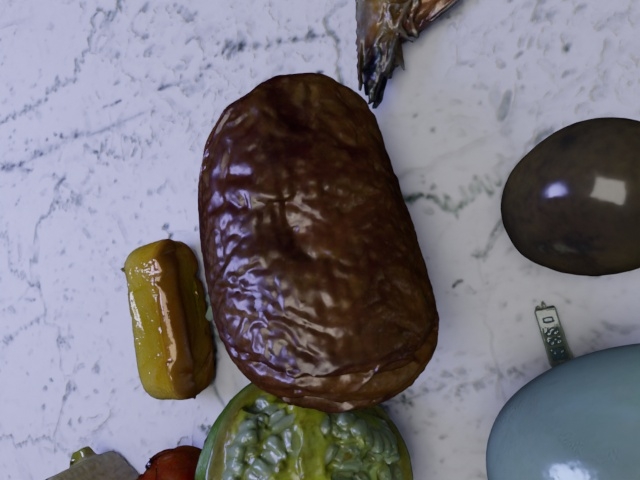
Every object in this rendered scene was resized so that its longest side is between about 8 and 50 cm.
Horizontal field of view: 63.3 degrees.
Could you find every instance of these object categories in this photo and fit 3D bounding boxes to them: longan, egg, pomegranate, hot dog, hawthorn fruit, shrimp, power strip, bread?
[{"bbox_3d":[0.288,-0.043,0.552,0.187,0.167,0.168,-23,81,30],"label":"longan"},{"bbox_3d":[0.350,0.233,0.462,0.388,0.276,0.276,3,90,24],"label":"egg"},{"bbox_3d":[-0.033,0.315,0.610,0.260,0.260,0.341,15,57,21],"label":"pomegranate"},{"bbox_3d":[0.000,0.000,0.605,0.266,0.174,0.388,-7,70,-18],"label":"hot dog"},{"bbox_3d":[-0.200,0.390,0.756,0.172,0.148,0.148,44,105,8],"label":"hawthorn fruit"},{"bbox_3d":[0.123,-0.326,0.678,0.164,0.062,0.317,10,91,19],"label":"shrimp"},{"bbox_3d":[0.282,0.114,0.631,0.027,0.017,0.083,-18,84,19],"label":"power strip"},{"bbox_3d":[-0.225,0.120,0.792,0.094,0.102,0.246,-14,83,28],"label":"bread"}]

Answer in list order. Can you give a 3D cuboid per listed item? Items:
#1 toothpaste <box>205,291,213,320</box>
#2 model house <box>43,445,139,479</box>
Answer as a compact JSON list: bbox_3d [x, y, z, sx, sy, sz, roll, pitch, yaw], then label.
[{"bbox_3d":[-0.121,0.024,0.784,0.064,0.041,0.218,30,96,25],"label":"toothpaste"},{"bbox_3d":[-0.380,0.458,0.798,0.174,0.193,0.234,-34,78,20],"label":"model house"}]
